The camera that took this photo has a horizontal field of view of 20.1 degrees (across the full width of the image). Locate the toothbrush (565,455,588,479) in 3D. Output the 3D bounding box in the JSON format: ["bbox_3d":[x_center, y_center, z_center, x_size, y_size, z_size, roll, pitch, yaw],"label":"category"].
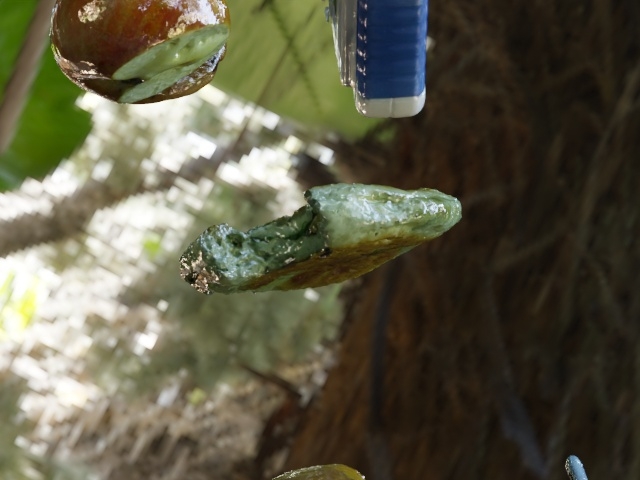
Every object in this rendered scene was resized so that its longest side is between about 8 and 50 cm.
[{"bbox_3d":[0.228,0.233,1.476,0.016,0.019,0.219,28,17,-14],"label":"toothbrush"}]

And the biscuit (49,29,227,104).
[{"bbox_3d":[-0.218,-0.239,2.160,0.212,0.212,0.036,24,-37,13],"label":"biscuit"}]

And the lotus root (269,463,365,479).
[{"bbox_3d":[0.013,0.323,1.883,0.199,0.180,0.188,20,-49,14],"label":"lotus root"}]

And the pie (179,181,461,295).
[{"bbox_3d":[0.004,0.000,1.817,0.302,0.067,0.302,-16,-8,-2],"label":"pie"}]

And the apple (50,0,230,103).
[{"bbox_3d":[-0.196,-0.227,1.887,0.160,0.173,0.195,42,-8,10],"label":"apple"}]

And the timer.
[{"bbox_3d":[0.040,-0.236,1.498,0.078,0.253,0.178,-3,-49,-4],"label":"timer"}]
